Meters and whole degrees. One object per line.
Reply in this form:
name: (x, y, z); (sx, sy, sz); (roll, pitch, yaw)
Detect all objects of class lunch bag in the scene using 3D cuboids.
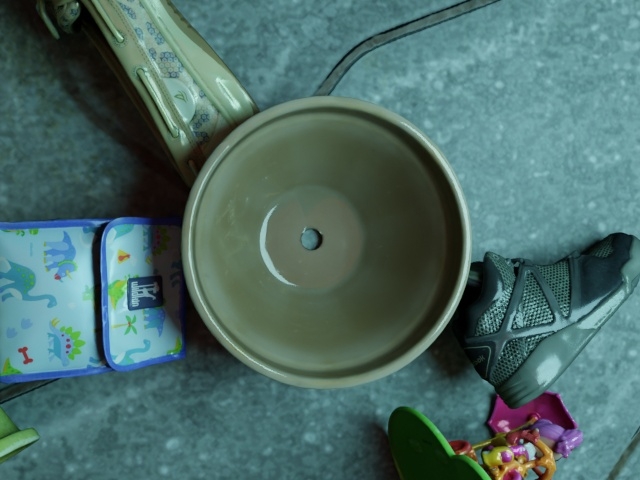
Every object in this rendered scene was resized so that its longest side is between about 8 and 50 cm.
lunch bag: (-0.190, 0.044, 0.531); (0.151, 0.096, 0.128); (-1, 93, -22)

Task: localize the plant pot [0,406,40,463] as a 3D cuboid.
plant pot: (-0.383, 0.099, 0.425); (0.276, 0.276, 0.254); (-30, 86, -8)

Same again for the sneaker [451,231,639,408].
sneaker: (0.211, 0.039, 0.601); (0.227, 0.087, 0.130); (-38, 77, -21)

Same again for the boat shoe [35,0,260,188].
boat shoe: (-0.168, -0.172, 0.515); (0.089, 0.104, 0.285); (-44, 100, -8)

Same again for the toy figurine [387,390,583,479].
toy figurine: (0.172, 0.188, 0.577); (0.159, 0.173, 0.130); (-18, 90, -21)

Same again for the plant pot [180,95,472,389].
plant pot: (0.000, 0.000, 0.551); (0.237, 0.110, 0.237); (-1, 94, -11)
